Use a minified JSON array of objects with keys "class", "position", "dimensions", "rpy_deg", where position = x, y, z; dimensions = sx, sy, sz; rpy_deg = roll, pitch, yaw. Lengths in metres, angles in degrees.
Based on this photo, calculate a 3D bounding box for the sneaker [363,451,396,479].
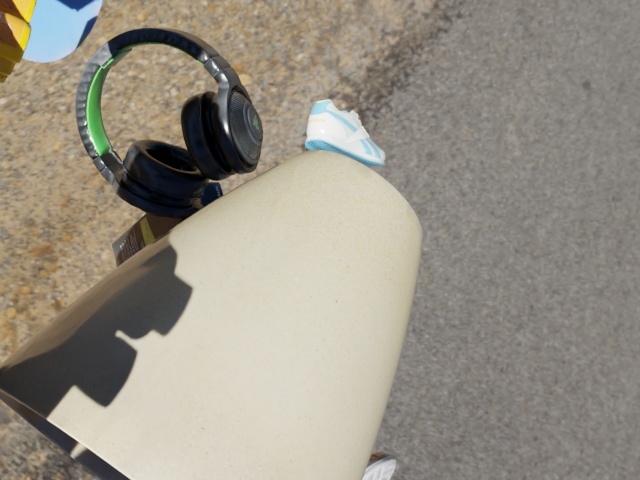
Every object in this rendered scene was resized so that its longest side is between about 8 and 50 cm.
[{"class":"sneaker","position":[-0.016,0.412,1.317],"dimensions":[0.321,0.180,0.125],"rpy_deg":[-10,127,-45]}]

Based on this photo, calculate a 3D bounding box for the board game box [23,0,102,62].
[{"class":"board game box","position":[-0.247,-0.249,0.674],"dimensions":[0.033,0.133,0.169],"rpy_deg":[-27,106,-59]}]

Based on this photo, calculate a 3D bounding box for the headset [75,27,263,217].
[{"class":"headset","position":[-0.176,-0.125,1.094],"dimensions":[0.394,0.243,0.185],"rpy_deg":[54,20,-6]}]

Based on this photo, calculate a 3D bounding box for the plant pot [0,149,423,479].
[{"class":"plant pot","position":[-0.044,0.073,0.547],"dimensions":[0.256,0.256,0.274],"rpy_deg":[52,60,-28]}]

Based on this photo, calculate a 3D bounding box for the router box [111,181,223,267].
[{"class":"router box","position":[-0.220,0.093,1.226],"dimensions":[0.081,0.243,0.309],"rpy_deg":[-2,68,-46]}]

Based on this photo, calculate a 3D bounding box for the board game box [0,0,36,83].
[{"class":"board game box","position":[-0.243,0.087,0.383],"dimensions":[0.050,0.390,0.390],"rpy_deg":[19,119,-28]}]

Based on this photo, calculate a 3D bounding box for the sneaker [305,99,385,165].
[{"class":"sneaker","position":[0.060,-0.199,1.446],"dimensions":[0.228,0.087,0.092],"rpy_deg":[19,74,-54]}]
